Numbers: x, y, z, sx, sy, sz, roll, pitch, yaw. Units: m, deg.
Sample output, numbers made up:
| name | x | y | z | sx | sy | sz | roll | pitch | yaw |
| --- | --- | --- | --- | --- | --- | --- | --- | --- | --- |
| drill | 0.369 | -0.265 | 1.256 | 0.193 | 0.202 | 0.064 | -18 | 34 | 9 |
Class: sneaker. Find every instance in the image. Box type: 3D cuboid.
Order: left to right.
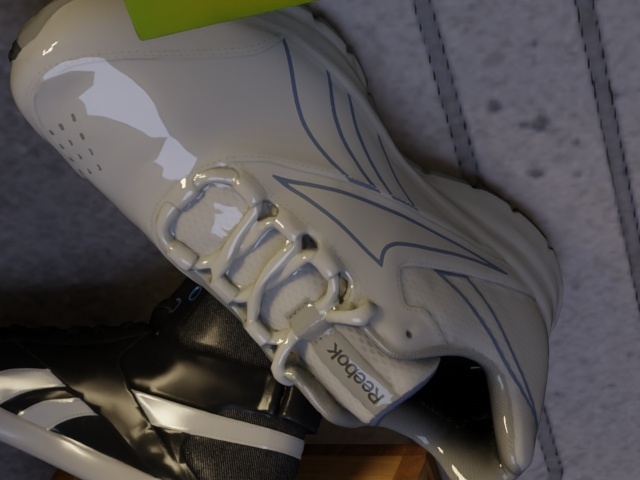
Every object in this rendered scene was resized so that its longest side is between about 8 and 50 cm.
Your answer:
| name | x | y | z | sx | sy | sz | roll | pitch | yaw |
| --- | --- | --- | --- | --- | --- | --- | --- | --- | --- |
| sneaker | -0.095 | 0.053 | 0.755 | 0.217 | 0.121 | 0.079 | 23 | 168 | 18 |
| sneaker | 0.000 | 0.000 | 0.669 | 0.297 | 0.129 | 0.111 | 33 | 125 | -26 |

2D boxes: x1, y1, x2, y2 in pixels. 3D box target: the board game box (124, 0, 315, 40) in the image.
| name | x | y | z | sx | sy | sz | roll | pitch | yaw |
| --- | --- | --- | --- | --- | --- | --- | --- | --- | --- |
| board game box | 0.018 | -0.132 | 0.575 | 0.181 | 0.092 | 0.043 | -11 | 132 | 7 |

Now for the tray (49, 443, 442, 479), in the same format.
| name | x | y | z | sx | sy | sz | roll | pitch | yaw |
| --- | --- | --- | --- | --- | --- | --- | --- | --- | --- |
| tray | 0.010 | 0.286 | 0.878 | 0.203 | 0.076 | 0.411 | -3 | 124 | 26 |
